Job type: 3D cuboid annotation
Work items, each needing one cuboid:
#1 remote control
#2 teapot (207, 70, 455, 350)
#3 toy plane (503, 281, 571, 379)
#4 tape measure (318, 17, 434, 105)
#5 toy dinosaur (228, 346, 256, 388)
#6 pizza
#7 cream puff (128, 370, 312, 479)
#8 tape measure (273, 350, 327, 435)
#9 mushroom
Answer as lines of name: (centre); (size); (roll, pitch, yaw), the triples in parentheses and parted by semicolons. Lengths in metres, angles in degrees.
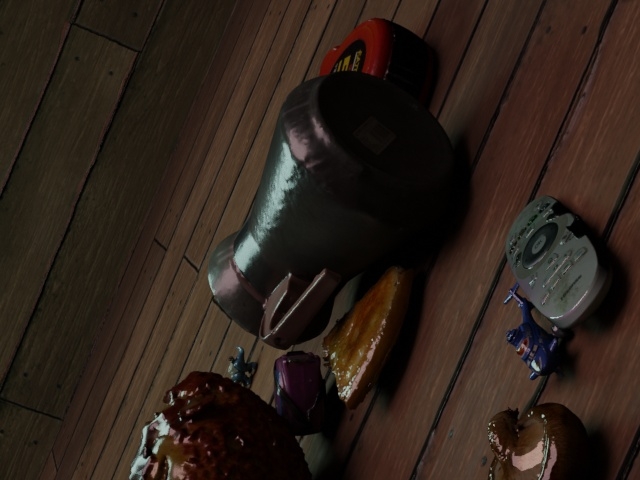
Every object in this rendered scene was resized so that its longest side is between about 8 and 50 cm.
remote control: (0.245, 0.019, 1.338); (0.097, 0.045, 0.256); (-52, 19, 16)
teapot: (0.005, -0.021, 1.724); (0.344, 0.253, 0.300); (-55, 16, 39)
toy plane: (0.214, 0.091, 1.322); (0.054, 0.062, 0.167); (-61, 9, 22)
tape measure: (0.070, -0.210, 1.983); (0.260, 0.114, 0.253); (-27, 44, 58)
toy dinosaur: (-0.137, 0.222, 2.172); (0.030, 0.047, 0.083); (-7, 64, 71)
pizza: (0.063, 0.127, 1.708); (0.201, 0.053, 0.193); (-65, 17, -9)
cream puff: (-0.118, 0.343, 1.670); (0.350, 0.228, 0.351); (-1, -90, -81)
tape measure: (-0.026, 0.212, 1.786); (0.125, 0.074, 0.118); (-139, 45, -83)
mushroom: (0.196, 0.210, 1.189); (0.127, 0.087, 0.127); (-60, 16, 30)
